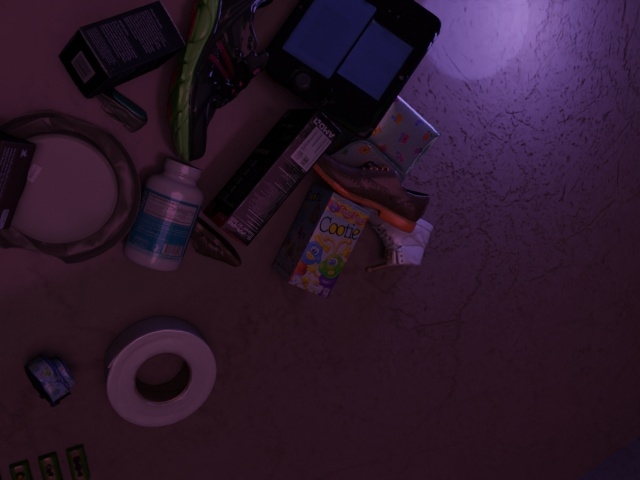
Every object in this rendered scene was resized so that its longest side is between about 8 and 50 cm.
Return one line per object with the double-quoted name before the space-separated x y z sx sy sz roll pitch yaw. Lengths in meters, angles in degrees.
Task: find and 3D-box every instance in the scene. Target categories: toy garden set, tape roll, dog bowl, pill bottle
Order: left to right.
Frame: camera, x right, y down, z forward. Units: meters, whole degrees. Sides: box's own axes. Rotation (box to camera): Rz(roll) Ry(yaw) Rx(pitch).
"toy garden set" -0.744 0.676 1.397 0.244 0.049 0.203 -10 109 -22
"dog bowl" -0.601 -0.121 1.209 0.349 0.102 0.348 -7 107 -24
"tape roll" -0.433 0.352 1.424 0.286 0.100 0.286 -7 108 -23
"pill bottle" -0.380 -0.066 1.304 0.146 0.146 0.264 19 95 -28

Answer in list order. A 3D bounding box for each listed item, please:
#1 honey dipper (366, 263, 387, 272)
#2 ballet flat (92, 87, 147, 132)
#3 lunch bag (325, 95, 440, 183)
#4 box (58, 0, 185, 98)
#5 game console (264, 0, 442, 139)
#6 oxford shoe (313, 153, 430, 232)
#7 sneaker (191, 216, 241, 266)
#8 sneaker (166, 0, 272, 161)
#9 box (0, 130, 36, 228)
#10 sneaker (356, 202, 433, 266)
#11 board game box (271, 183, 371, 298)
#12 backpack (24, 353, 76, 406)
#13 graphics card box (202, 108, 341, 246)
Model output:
"honey dipper" 0.221 0.078 1.697 0.161 0.030 0.030 -15 110 -17
"ballet flat" -0.500 -0.334 1.218 0.068 0.072 0.213 -35 118 21
"lunch bag" 0.167 -0.274 1.500 0.223 0.160 0.262 34 101 -31
"box" -0.426 -0.412 1.139 0.207 0.153 0.108 -42 112 -37
"game console" 0.079 -0.500 1.353 0.342 0.060 0.386 34 85 2
"oxford shoe" 0.133 -0.164 1.449 0.364 0.130 0.132 29 107 -15
"sneaker" -0.297 0.015 1.423 0.071 0.066 0.188 -40 113 8
"sneaker" -0.233 -0.410 1.255 0.202 0.185 0.482 16 98 -24
"box" -0.786 -0.169 1.012 0.382 0.143 0.191 20 95 -6
"sneaker" 0.217 -0.009 1.608 0.293 0.108 0.169 21 80 -29
"board game box" 0.000 0.000 1.502 0.142 0.144 0.275 25 94 -29
"backpack" -0.672 0.337 1.308 0.084 0.105 0.114 -40 119 -36
"graphics card box" -0.132 -0.171 1.342 0.094 0.233 0.371 40 85 -24
